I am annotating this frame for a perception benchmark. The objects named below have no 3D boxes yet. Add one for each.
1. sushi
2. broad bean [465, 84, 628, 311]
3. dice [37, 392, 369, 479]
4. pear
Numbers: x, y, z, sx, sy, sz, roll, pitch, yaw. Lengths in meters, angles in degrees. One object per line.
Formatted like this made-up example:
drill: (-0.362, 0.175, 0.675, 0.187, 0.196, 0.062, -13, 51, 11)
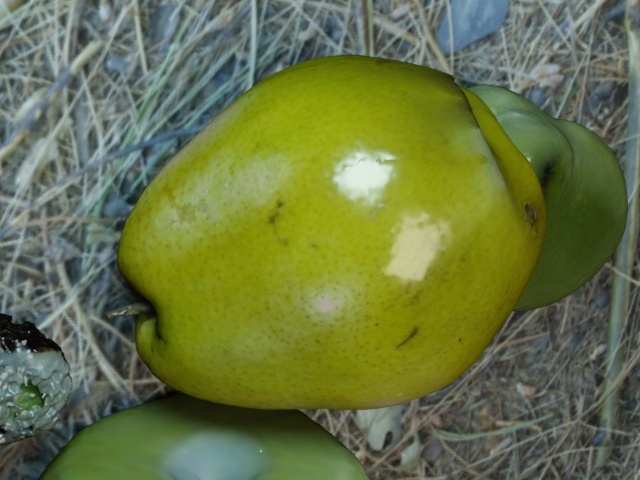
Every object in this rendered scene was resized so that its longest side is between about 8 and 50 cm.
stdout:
sushi: (-0.247, 0.100, 1.545, 0.094, 0.084, 0.098, -2, 115, -38)
broad bean: (0.186, -0.025, 1.779, 0.189, 0.121, 0.263, -52, 133, 0)
dice: (-0.093, 0.279, 1.650, 0.238, 0.227, 0.233, -16, 122, -31)
pear: (0.010, 0.008, 1.566, 0.336, 0.285, 0.285, -47, 130, -6)
